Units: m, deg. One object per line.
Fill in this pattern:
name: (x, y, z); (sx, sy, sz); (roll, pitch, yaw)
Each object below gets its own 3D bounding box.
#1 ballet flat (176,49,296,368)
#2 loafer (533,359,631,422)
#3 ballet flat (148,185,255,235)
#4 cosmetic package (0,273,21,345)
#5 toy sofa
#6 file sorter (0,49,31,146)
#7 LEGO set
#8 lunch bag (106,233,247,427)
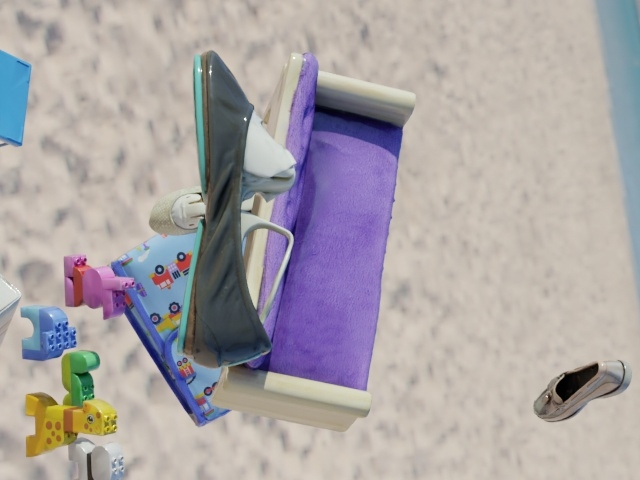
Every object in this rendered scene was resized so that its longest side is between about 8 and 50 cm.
ballet flat: (-0.071, -0.026, 1.392); (0.095, 0.096, 0.280); (118, -26, -81)
loafer: (0.245, 0.141, 1.544); (0.039, 0.125, 0.045); (19, 57, -30)
ballet flat: (-0.126, -0.042, 1.904); (0.052, 0.168, 0.057); (68, 12, -87)
cosmetic package: (-0.490, 0.136, 1.939); (0.153, 0.296, 0.129); (42, 45, 9)
toy sofa: (0.000, 0.000, 1.628); (0.177, 0.150, 0.362); (122, -20, -66)
file sorter: (-0.478, -0.195, 2.076); (0.170, 0.104, 0.118); (24, 63, -47)
LEGO set: (-0.207, 0.131, 1.422); (0.087, 0.093, 0.227); (-10, 100, -56)
lunch bag: (-0.144, 0.108, 2.282); (0.293, 0.221, 0.138); (60, -17, -4)
